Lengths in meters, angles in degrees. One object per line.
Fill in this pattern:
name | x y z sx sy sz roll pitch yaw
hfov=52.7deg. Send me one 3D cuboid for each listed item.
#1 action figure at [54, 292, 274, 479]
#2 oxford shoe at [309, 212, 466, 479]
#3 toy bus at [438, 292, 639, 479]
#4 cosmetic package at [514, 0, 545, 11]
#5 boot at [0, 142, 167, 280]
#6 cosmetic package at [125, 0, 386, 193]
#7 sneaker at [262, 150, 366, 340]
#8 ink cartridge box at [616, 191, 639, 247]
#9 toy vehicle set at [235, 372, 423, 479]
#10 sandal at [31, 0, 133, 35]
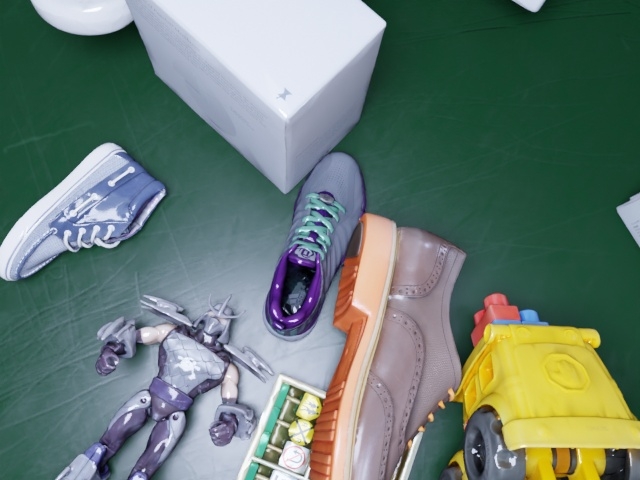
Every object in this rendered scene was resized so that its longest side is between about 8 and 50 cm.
action figure | -0.165 0.177 0.658 0.185 0.099 0.285 30 76 9
oxford shoe | 0.071 0.156 0.620 0.132 0.130 0.364 13 77 -7
toy bus | 0.192 0.170 0.644 0.149 0.220 0.211 3 46 -10
cosmetic package | 0.127 -0.487 0.713 0.453 0.230 0.161 34 47 5
boot | -0.258 -0.015 0.704 0.086 0.069 0.190 37 78 8
cosmetic package | -0.070 -0.197 0.670 0.224 0.225 0.138 43 80 6
sneaker | 0.000 0.000 0.697 0.083 0.098 0.224 17 79 1
ink cartridge box | 0.444 -0.006 0.700 0.128 0.127 0.176 -28 80 -7
toy vehicle set | -0.017 0.293 0.668 0.166 0.035 0.267 21 78 2
sandal | -0.199 -0.381 0.761 0.169 0.102 0.416 28 62 3
